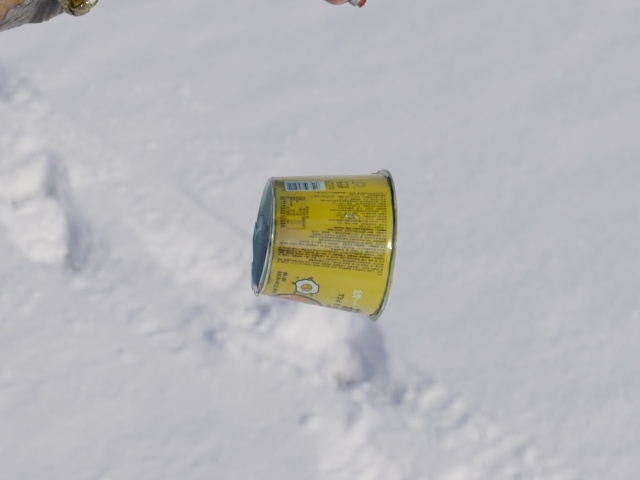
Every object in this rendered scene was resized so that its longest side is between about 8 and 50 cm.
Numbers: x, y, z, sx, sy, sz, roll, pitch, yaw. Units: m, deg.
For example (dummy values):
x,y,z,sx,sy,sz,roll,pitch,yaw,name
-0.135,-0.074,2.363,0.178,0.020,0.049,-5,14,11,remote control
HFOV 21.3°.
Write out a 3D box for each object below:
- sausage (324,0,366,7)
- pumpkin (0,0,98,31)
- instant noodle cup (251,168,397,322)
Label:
x,y,z,sx,sy,sz,roll,pitch,yaw,name
-0.059,-0.216,1.037,0.223,0.029,0.029,40,38,-3,sausage
-0.143,-0.146,0.931,0.083,0.054,0.074,-28,-1,-29,pumpkin
0.000,0.000,1.972,0.144,0.182,0.182,5,27,-10,instant noodle cup
